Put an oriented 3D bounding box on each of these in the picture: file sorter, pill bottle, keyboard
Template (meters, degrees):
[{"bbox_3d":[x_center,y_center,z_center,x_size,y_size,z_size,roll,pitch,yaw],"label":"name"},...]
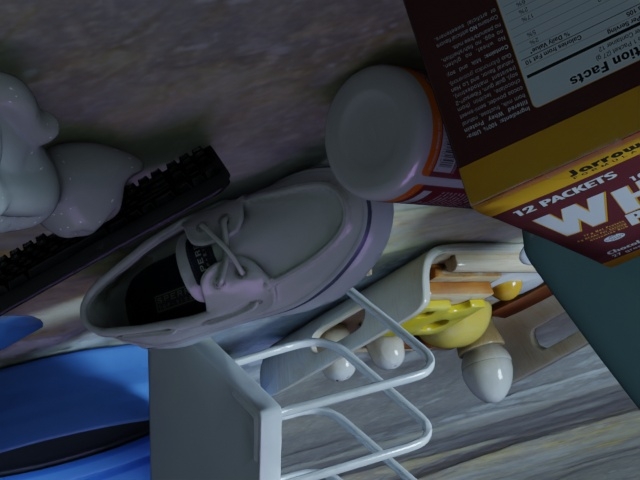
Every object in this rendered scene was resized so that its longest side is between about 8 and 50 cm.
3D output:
[{"bbox_3d":[-0.021,0.190,1.460,0.173,0.193,0.277,-14,120,-27],"label":"file sorter"},{"bbox_3d":[0.082,-0.063,1.168,0.152,0.086,0.086,4,153,-46],"label":"pill bottle"},{"bbox_3d":[-0.143,-0.009,1.156,0.180,0.023,0.108,-29,-165,-3],"label":"keyboard"}]

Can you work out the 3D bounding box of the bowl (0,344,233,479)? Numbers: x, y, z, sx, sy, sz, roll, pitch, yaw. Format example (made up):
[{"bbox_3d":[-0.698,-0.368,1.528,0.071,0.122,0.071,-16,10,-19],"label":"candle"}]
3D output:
[{"bbox_3d":[-0.242,0.192,1.649,0.391,0.077,0.391,-15,161,-5],"label":"bowl"}]

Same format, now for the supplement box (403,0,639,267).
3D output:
[{"bbox_3d":[0.139,-0.110,0.909,0.129,0.194,0.191,-24,160,23],"label":"supplement box"}]

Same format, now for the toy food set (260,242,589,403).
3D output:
[{"bbox_3d":[0.126,0.088,1.636,0.306,0.092,0.220,0,156,-42],"label":"toy food set"}]

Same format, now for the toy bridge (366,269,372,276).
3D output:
[{"bbox_3d":[0.000,0.000,1.379,0.063,0.026,0.188,-14,162,2],"label":"toy bridge"}]

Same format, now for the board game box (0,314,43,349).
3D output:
[{"bbox_3d":[-0.287,0.071,1.333,0.169,0.033,0.133,-28,165,38],"label":"board game box"}]

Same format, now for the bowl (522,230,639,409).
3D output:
[{"bbox_3d":[0.234,-0.050,1.103,0.311,0.163,0.311,-54,174,-8],"label":"bowl"}]

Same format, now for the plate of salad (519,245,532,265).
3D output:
[{"bbox_3d":[0.242,-0.038,1.444,0.200,0.048,0.200,-25,165,-7],"label":"plate of salad"}]

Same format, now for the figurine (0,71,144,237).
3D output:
[{"bbox_3d":[-0.223,-0.017,1.067,0.215,0.092,0.209,-22,169,13],"label":"figurine"}]

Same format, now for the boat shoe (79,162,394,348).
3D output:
[{"bbox_3d":[-0.063,0.019,1.271,0.258,0.095,0.084,-31,161,35],"label":"boat shoe"}]
